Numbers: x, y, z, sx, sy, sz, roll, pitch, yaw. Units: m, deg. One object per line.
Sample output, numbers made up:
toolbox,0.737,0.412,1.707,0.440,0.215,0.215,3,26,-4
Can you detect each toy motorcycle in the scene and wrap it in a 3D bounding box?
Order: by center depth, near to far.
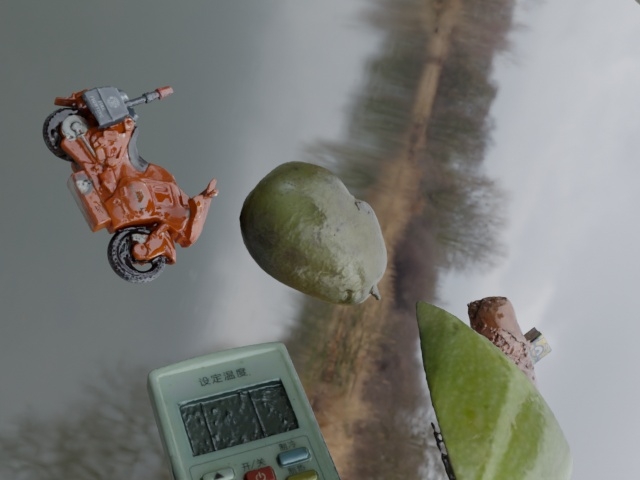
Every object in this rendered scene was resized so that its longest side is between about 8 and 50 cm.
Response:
toy motorcycle,-0.291,-0.104,1.303,0.221,0.325,0.148,-27,176,-33

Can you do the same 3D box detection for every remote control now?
remote control,-0.044,0.241,0.702,0.050,0.145,0.344,99,-28,-45

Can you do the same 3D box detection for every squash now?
squash,0.138,0.199,0.745,0.155,0.236,0.204,-36,-167,-21

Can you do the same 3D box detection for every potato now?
potato,0.000,0.000,1.201,0.174,0.251,0.159,-48,-172,3

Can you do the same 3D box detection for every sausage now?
sausage,0.268,0.191,1.142,0.078,0.078,0.304,-69,146,-42

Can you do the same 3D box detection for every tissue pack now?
tissue pack,0.392,0.211,1.549,0.063,0.083,0.035,51,3,-38

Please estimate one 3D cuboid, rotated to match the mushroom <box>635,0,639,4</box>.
mushroom,0.314,-0.318,0.579,0.353,0.354,0.325,-68,170,-47
